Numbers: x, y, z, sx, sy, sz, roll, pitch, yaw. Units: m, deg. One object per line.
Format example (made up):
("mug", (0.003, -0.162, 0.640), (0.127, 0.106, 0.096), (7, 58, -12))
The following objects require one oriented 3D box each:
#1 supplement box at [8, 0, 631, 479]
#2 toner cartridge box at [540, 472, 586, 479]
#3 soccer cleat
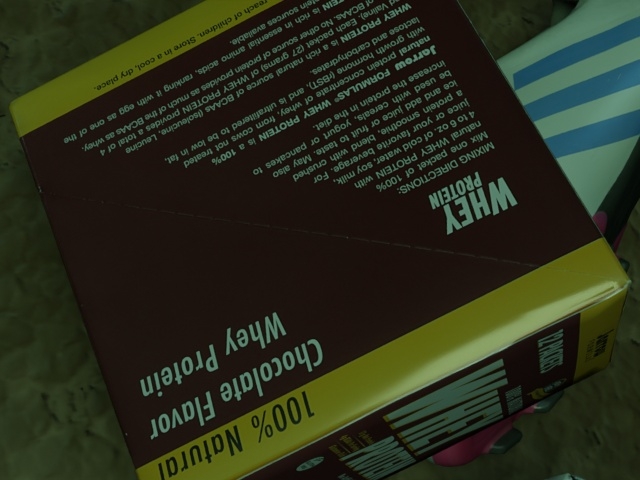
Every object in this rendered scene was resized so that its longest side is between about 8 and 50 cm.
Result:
("supplement box", (0.000, 0.000, 0.435), (0.191, 0.129, 0.194), (-27, 66, 2))
("toner cartridge box", (0.045, 0.276, 0.373), (0.075, 0.165, 0.347), (27, 61, -8))
("soccer cleat", (0.117, -0.025, 0.575), (0.143, 0.116, 0.331), (25, 66, 28))
